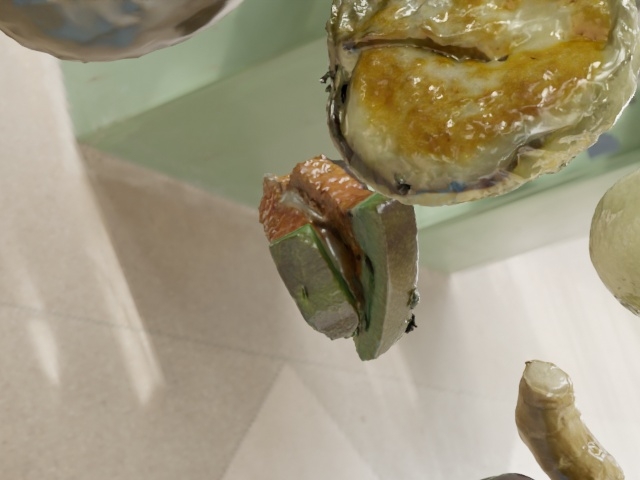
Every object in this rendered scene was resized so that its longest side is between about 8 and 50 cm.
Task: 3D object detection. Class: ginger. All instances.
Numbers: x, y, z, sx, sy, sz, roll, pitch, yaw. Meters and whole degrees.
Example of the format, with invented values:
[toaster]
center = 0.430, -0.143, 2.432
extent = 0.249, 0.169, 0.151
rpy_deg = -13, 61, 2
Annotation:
[ginger]
center = 0.278, 0.224, 1.506
extent = 0.190, 0.095, 0.069
rpy_deg = 55, 21, 1

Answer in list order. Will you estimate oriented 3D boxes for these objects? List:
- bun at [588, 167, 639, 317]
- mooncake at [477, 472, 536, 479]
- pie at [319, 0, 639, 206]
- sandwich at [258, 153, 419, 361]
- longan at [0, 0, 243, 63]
[bun]
center = 0.297, 0.014, 0.931
extent = 0.222, 0.222, 0.127
rpy_deg = 30, 53, -57
[mooncake]
center = 0.218, 0.366, 1.281
extent = 0.306, 0.154, 0.306
rpy_deg = 45, -19, 20
[pie]
center = 0.137, -0.183, 1.219
extent = 0.077, 0.339, 0.339
rpy_deg = 40, 36, -53
[sandwich]
center = 0.000, 0.000, 1.809
extent = 0.301, 0.162, 0.250
rpy_deg = 44, -40, 41
[longan]
center = -0.204, -0.412, 1.384
extent = 0.404, 0.436, 0.404
rpy_deg = 23, 36, -18
